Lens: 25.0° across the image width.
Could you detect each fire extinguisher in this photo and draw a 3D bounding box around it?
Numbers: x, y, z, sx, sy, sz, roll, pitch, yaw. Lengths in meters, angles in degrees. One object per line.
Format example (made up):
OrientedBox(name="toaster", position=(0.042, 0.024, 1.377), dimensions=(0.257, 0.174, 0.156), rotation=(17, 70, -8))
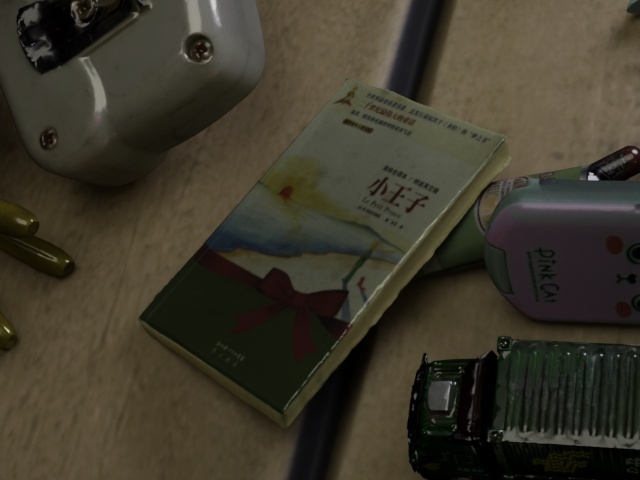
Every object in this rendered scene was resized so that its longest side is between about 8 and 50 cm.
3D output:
OrientedBox(name="fire extinguisher", position=(0.241, -0.048, 1.163), dimensions=(0.100, 0.032, 0.046), rotation=(-26, 48, 8))

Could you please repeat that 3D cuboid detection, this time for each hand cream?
OrientedBox(name="hand cream", position=(0.129, -0.014, 1.160), dimensions=(0.235, 0.055, 0.086), rotation=(-11, 55, 24))

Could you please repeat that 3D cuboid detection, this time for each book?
OrientedBox(name="book", position=(0.000, 0.000, 1.186), dimensions=(0.201, 0.026, 0.289), rotation=(27, 73, 44))

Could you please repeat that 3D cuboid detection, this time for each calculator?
OrientedBox(name="calculator", position=(0.243, 0.011, 1.069), dimensions=(0.246, 0.141, 0.045), rotation=(2, 50, 16))

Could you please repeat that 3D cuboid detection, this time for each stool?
OrientedBox(name="stool", position=(-0.294, 0.015, 1.240), dimensions=(0.110, 0.134, 0.135), rotation=(29, 29, 24))

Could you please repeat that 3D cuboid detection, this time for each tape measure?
OrientedBox(name="tape measure", position=(-0.190, -0.196, 1.265), dimensions=(0.265, 0.130, 0.258), rotation=(-33, 70, 20))

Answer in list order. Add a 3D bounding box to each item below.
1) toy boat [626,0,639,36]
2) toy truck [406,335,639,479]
OrientedBox(name="toy boat", position=(0.323, -0.177, 1.205), dimensions=(0.105, 0.034, 0.149), rotation=(-25, 58, 5))
OrientedBox(name="toy truck", position=(0.189, 0.132, 1.031), dimensions=(0.259, 0.121, 0.088), rotation=(1, 62, 16))
